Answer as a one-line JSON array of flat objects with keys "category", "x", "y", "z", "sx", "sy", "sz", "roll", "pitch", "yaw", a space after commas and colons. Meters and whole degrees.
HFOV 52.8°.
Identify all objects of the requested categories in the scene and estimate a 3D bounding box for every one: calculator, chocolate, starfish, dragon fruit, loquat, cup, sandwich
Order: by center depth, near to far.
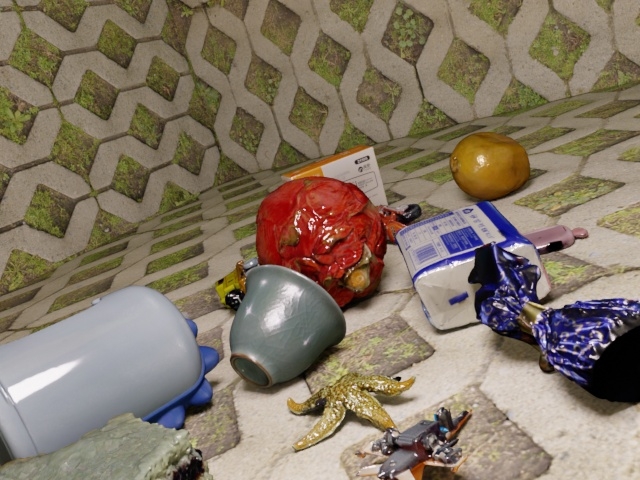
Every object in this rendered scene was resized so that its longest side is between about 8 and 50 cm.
[{"category": "sandwich", "x": -0.282, "y": 0.324, "z": 0.745, "sx": 0.326, "sy": 0.131, "sz": 0.262, "roll": -20, "pitch": 13, "yaw": -12}, {"category": "chocolate", "x": 0.283, "y": 0.099, "z": 0.845, "sx": 0.126, "sy": 0.148, "sz": 0.343, "roll": -14, "pitch": 18, "yaw": -19}, {"category": "starfish", "x": 0.027, "y": 0.232, "z": 0.895, "sx": 0.176, "sy": 0.053, "sz": 0.208, "roll": -41, "pitch": 19, "yaw": -34}, {"category": "cup", "x": -0.077, "y": 0.160, "z": 1.063, "sx": 0.199, "sy": 0.199, "sz": 0.150, "roll": -5, "pitch": 37, "yaw": 41}, {"category": "calculator", "x": 0.441, "y": -0.001, "z": 1.275, "sx": 0.166, "sy": 0.024, "sz": 0.103, "roll": -16, "pitch": 14, "yaw": 13}, {"category": "dragon fruit", "x": 0.000, "y": 0.000, "z": 1.320, "sx": 0.278, "sy": 0.277, "sz": 0.342, "roll": -23, "pitch": 25, "yaw": -17}, {"category": "loquat", "x": 0.448, "y": -0.195, "z": 1.702, "sx": 0.234, "sy": 0.176, "sz": 0.187, "roll": -6, "pitch": 49, "yaw": -27}]

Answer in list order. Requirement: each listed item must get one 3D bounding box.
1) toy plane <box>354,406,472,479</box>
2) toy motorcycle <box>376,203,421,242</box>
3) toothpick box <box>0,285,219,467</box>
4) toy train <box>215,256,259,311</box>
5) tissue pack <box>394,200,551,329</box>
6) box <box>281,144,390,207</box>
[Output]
[{"category": "toy plane", "x": 0.123, "y": 0.227, "z": 0.742, "sx": 0.135, "sy": 0.062, "sz": 0.188, "roll": -6, "pitch": 19, "yaw": 44}, {"category": "toy motorcycle", "x": 0.115, "y": -0.032, "z": 1.665, "sx": 0.298, "sy": 0.089, "sz": 0.171, "roll": -9, "pitch": 18, "yaw": 30}, {"category": "toothpick box", "x": -0.338, "y": 0.223, "z": 1.024, "sx": 0.355, "sy": 0.263, "sz": 0.263, "roll": -28, "pitch": 17, "yaw": -37}, {"category": "toy train", "x": -0.179, "y": 0.112, "z": 1.506, "sx": 0.127, "sy": 0.089, "sz": 0.219, "roll": -30, "pitch": 16, "yaw": -3}, {"category": "tissue pack", "x": 0.255, "y": 0.041, "z": 1.142, "sx": 0.209, "sy": 0.137, "sz": 0.269, "roll": -17, "pitch": 18, "yaw": 4}, {"category": "box", "x": 0.046, "y": -0.131, "z": 1.862, "sx": 0.274, "sy": 0.220, "sz": 0.091, "roll": -25, "pitch": 19, "yaw": -15}]
